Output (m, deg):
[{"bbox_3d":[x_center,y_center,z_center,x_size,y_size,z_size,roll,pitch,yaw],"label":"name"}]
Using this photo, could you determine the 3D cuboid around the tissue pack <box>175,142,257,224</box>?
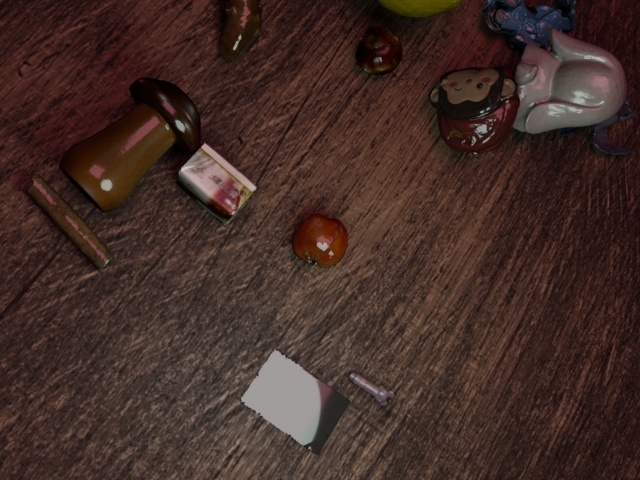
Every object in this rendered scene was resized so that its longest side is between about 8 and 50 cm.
[{"bbox_3d":[-0.229,-0.120,1.594,0.148,0.106,0.099,40,70,-4],"label":"tissue pack"}]

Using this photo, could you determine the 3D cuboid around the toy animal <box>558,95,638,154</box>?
[{"bbox_3d":[0.747,-0.335,1.956,0.255,0.176,0.239,-11,83,-53],"label":"toy animal"}]

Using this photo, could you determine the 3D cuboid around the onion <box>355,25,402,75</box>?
[{"bbox_3d":[0.145,-0.458,1.779,0.118,0.118,0.117,26,94,-10],"label":"onion"}]

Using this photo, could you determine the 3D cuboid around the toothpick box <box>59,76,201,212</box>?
[{"bbox_3d":[-0.386,-0.202,1.527,0.192,0.192,0.294,45,75,-3],"label":"toothpick box"}]

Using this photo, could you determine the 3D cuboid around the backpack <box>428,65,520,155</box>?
[{"bbox_3d":[0.378,-0.313,1.781,0.138,0.229,0.229,18,68,-55],"label":"backpack"}]

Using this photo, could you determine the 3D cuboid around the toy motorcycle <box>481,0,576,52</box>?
[{"bbox_3d":[0.563,-0.593,1.933,0.272,0.123,0.182,25,83,-11],"label":"toy motorcycle"}]

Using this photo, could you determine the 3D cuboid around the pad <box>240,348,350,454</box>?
[{"bbox_3d":[-0.053,0.351,1.598,0.211,0.003,0.143,37,70,-6],"label":"pad"}]

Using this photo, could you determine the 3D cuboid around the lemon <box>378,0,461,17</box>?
[{"bbox_3d":[0.255,-0.714,1.731,0.349,0.387,0.350,13,70,-38],"label":"lemon"}]

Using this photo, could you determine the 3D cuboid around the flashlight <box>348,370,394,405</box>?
[{"bbox_3d":[0.112,0.327,1.640,0.110,0.052,0.031,34,35,-1],"label":"flashlight"}]

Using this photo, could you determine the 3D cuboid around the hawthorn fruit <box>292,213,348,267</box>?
[{"bbox_3d":[0.000,0.000,1.636,0.128,0.128,0.128,4,77,-16],"label":"hawthorn fruit"}]

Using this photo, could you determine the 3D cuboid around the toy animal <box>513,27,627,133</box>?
[{"bbox_3d":[0.614,-0.374,1.805,0.264,0.206,0.272,18,85,21],"label":"toy animal"}]

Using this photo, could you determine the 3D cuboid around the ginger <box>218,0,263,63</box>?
[{"bbox_3d":[-0.208,-0.582,1.705,0.133,0.107,0.310,-19,88,-34],"label":"ginger"}]

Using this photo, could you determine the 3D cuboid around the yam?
[{"bbox_3d":[-0.523,-0.038,1.514,0.057,0.057,0.241,-42,94,-20],"label":"yam"}]
